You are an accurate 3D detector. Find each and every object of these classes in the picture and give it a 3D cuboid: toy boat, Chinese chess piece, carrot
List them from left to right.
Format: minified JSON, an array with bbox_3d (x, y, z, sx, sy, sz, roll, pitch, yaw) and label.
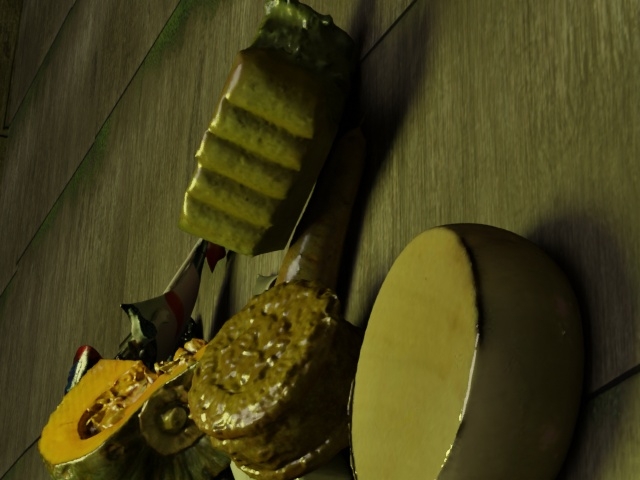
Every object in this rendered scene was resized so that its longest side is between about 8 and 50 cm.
[{"bbox_3d":[-0.218,0.136,2.025,0.318,0.072,0.219,-49,-27,-41],"label":"toy boat"},{"bbox_3d":[0.000,0.000,1.679,0.078,0.078,0.298,-160,86,-70],"label":"carrot"},{"bbox_3d":[0.110,0.111,1.268,0.251,0.097,0.251,-168,90,-70],"label":"Chinese chess piece"}]

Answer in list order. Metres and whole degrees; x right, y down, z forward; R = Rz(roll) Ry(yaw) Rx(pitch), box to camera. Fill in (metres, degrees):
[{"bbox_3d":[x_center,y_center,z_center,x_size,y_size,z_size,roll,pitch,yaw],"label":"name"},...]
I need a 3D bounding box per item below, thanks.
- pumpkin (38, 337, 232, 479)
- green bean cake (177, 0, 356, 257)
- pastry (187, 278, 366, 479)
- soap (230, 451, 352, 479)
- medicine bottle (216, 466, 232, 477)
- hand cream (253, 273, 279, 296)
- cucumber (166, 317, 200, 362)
[{"bbox_3d":[-0.176,0.193,1.818,0.280,0.139,0.190,-38,22,7],"label":"pumpkin"},{"bbox_3d":[-0.048,-0.121,1.698,0.236,0.124,0.233,-71,5,-63],"label":"green bean cake"},{"bbox_3d":[-0.034,0.134,1.553,0.188,0.103,0.189,-30,34,23],"label":"pastry"},{"bbox_3d":[-0.031,0.234,1.640,0.183,0.063,0.121,-120,45,-59],"label":"soap"},{"bbox_3d":[-0.155,0.272,1.960,0.260,0.064,0.095,-30,32,59],"label":"medicine bottle"},{"bbox_3d":[-0.052,0.071,1.811,0.186,0.054,0.087,154,120,-74],"label":"hand cream"},{"bbox_3d":[-0.183,0.174,2.110,0.053,0.053,0.181,129,147,-53],"label":"cucumber"}]
